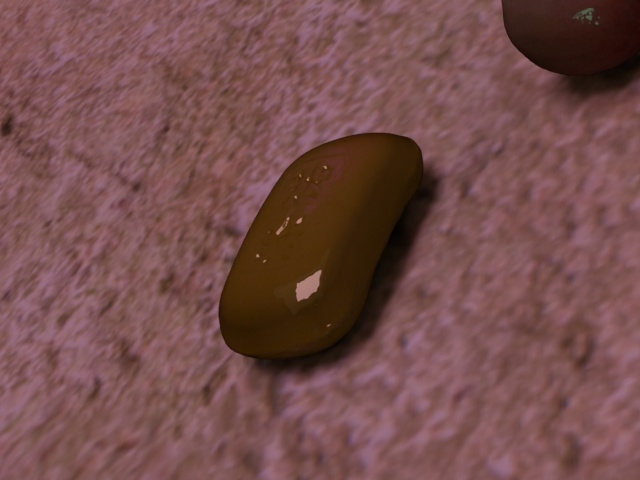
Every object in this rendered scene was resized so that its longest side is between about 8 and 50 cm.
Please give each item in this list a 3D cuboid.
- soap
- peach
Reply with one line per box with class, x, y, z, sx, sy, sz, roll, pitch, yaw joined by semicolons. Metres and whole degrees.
soap;-0.001;-0.001;0.838;0.089;0.045;0.140;-7;45;40
peach;0.126;-0.118;0.811;0.083;0.083;0.083;-29;33;21
